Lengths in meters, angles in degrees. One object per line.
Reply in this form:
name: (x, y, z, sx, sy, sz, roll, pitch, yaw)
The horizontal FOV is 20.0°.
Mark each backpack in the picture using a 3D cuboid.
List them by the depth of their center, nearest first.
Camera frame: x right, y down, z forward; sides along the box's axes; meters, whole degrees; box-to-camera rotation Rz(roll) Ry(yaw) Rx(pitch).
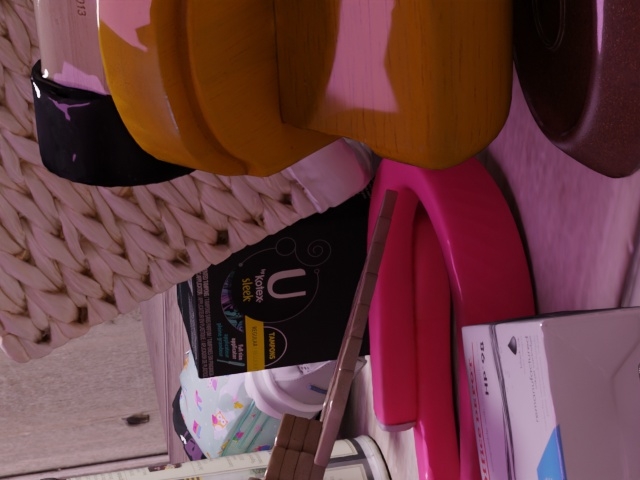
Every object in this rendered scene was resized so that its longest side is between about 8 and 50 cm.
backpack: (-0.054, 0.128, 1.589, 0.152, 0.115, 0.182, 55, 131, 31)

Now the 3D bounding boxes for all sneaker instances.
sneaker: (0.000, 0.000, 1.454, 0.115, 0.105, 0.281, -29, 59, 42)

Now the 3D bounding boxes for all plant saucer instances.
plant saucer: (0.115, -0.111, 0.832, 0.168, 0.029, 0.169, 173, 90, -81)

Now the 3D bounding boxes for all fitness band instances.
fitness band: (0.078, 0.082, 1.102, 0.209, 0.054, 0.291, -120, 24, -65)

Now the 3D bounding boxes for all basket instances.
basket: (-0.179, -0.151, 1.177, 0.328, 0.266, 0.331, 54, -173, -31)

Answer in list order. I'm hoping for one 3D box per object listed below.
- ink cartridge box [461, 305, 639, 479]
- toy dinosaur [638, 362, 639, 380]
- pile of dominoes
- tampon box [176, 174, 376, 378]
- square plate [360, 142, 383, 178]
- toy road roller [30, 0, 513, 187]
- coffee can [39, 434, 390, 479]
ink cartridge box: (0.115, 0.087, 0.874, 0.180, 0.060, 0.104, 158, 105, -80)
toy dinosaur: (0.158, 0.179, 0.701, 0.268, 0.064, 0.118, -107, 29, -48)
pile of dominoes: (-0.007, 0.091, 1.034, 0.251, 0.040, 0.196, -74, -1, -58)
tampon box: (-0.019, 0.013, 1.283, 0.101, 0.161, 0.120, -113, 17, -55)
square plate: (0.004, -0.257, 1.297, 0.344, 0.049, 0.347, -121, 26, -68)
toy road roller: (0.015, -0.143, 0.893, 0.240, 0.329, 0.203, 16, 121, 34)
coffee can: (-0.081, 0.277, 1.489, 0.201, 0.275, 0.202, 173, 90, -80)
